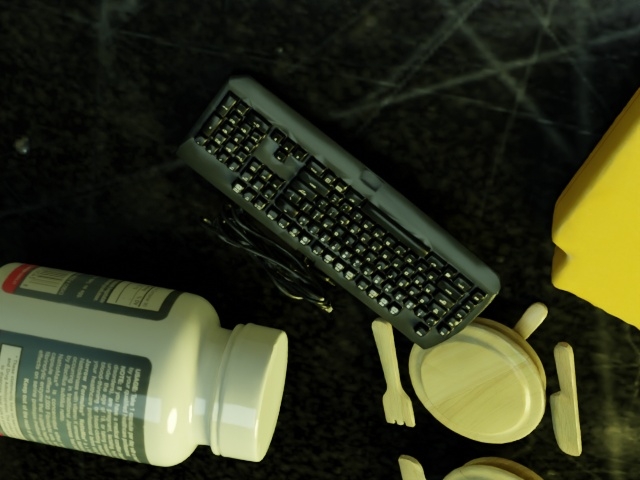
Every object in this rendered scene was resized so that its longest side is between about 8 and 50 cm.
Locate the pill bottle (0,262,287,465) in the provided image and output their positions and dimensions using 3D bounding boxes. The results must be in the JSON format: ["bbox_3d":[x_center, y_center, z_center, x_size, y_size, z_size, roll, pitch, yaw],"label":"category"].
[{"bbox_3d":[-0.117,0.080,0.776,0.180,0.108,0.108,10,128,8],"label":"pill bottle"}]

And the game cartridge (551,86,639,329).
[{"bbox_3d":[0.312,-0.017,0.629,0.324,0.052,0.285,28,129,-4],"label":"game cartridge"}]

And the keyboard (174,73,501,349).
[{"bbox_3d":[0.000,0.000,0.713,0.192,0.038,0.100,38,127,-3],"label":"keyboard"}]

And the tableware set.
[{"bbox_3d":[0.109,0.125,0.793,0.128,0.039,0.194,6,124,30],"label":"tableware set"}]
